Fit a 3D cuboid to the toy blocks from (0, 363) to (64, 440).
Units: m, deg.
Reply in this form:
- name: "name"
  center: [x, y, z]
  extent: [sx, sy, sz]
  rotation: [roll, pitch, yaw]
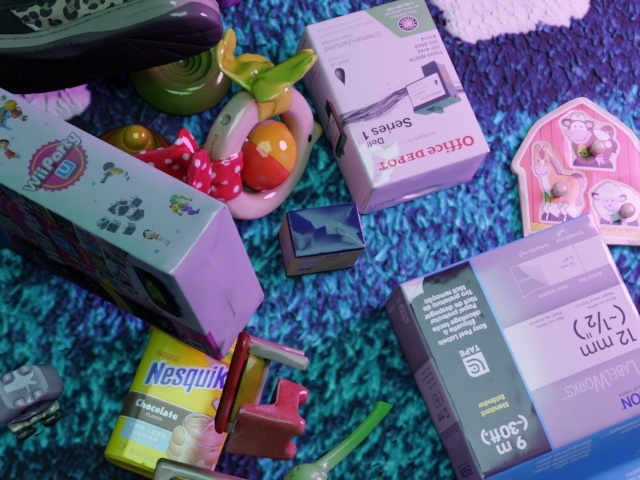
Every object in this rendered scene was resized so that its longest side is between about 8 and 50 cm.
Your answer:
- name: "toy blocks"
  center: [-0.447, 0.086, 1.331]
  extent: [0.288, 0.260, 0.309]
  rotation: [-29, 79, -18]

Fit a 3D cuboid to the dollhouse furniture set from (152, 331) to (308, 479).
- name: "dollhouse furniture set"
  center: [-0.127, 0.275, 1.303]
  extent: [0.152, 0.201, 0.374]
  rotation: [15, 90, -7]

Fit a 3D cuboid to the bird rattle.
- name: "bird rattle"
  center: [-0.077, -0.101, 1.499]
  extent: [0.143, 0.207, 0.254]
  rotation: [15, 75, 34]

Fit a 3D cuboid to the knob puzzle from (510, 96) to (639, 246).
- name: "knob puzzle"
  center: [0.331, -0.090, 1.657]
  extent: [0.213, 0.030, 0.213]
  rotation: [3, 71, -9]

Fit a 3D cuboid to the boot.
- name: "boot"
  center: [-0.289, -0.327, 1.500]
  extent: [0.377, 0.138, 0.284]
  rotation: [-8, 75, 22]

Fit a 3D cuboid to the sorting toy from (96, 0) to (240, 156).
- name: "sorting toy"
  center: [-0.167, -0.205, 1.553]
  extent: [0.127, 0.126, 0.366]
  rotation: [23, 70, -2]

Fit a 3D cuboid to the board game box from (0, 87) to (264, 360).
- name: "board game box"
  center: [-0.223, -0.016, 1.383]
  extent: [0.303, 0.224, 0.097]
  rotation: [27, 69, 21]

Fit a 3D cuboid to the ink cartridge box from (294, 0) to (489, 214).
- name: "ink cartridge box"
  center: [0.085, -0.162, 1.601]
  extent: [0.160, 0.092, 0.219]
  rotation: [-19, 76, -15]

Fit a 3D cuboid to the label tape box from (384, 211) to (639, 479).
- name: "label tape box"
  center: [0.256, 0.174, 1.509]
  extent: [0.249, 0.115, 0.348]
  rotation: [-20, 75, -14]

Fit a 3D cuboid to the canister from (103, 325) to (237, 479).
- name: "canister"
  center: [-0.151, 0.177, 1.457]
  extent: [0.126, 0.073, 0.170]
  rotation: [21, 71, -3]

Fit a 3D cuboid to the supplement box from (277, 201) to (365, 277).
- name: "supplement box"
  center: [0.000, 0.000, 1.536]
  extent: [0.083, 0.083, 0.056]
  rotation: [-7, 73, -13]

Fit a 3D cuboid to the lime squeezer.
- name: "lime squeezer"
  center: [-0.002, 0.314, 1.459]
  extent: [0.110, 0.058, 0.310]
  rotation: [27, 64, -36]
